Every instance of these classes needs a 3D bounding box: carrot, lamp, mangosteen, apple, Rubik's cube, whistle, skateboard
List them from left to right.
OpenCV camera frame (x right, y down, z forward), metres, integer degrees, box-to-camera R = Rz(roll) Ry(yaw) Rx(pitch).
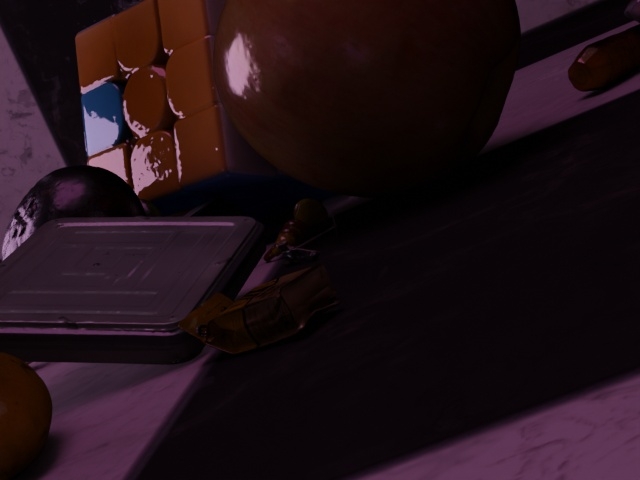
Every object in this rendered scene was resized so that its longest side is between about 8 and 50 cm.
[{"bbox_3d":[-0.311,0.016,1.668,0.216,0.216,0.216,-24,8,4],"label":"mangosteen"},{"bbox_3d":[-0.213,0.044,1.282,0.269,0.047,0.266,0,24,15],"label":"lamp"},{"bbox_3d":[-0.148,-0.187,1.830,0.291,0.291,0.290,-16,-12,41],"label":"Rubik's cube"},{"bbox_3d":[-0.038,-0.010,1.543,0.057,0.046,0.109,-3,24,28],"label":"whistle"},{"bbox_3d":[0.000,0.000,1.425,0.083,0.032,0.063,-32,22,-36],"label":"skateboard"},{"bbox_3d":[0.064,-0.237,1.541,0.391,0.346,0.391,-55,-12,-18],"label":"apple"},{"bbox_3d":[0.465,-0.285,1.782,0.314,0.066,0.066,-28,9,-31],"label":"carrot"}]

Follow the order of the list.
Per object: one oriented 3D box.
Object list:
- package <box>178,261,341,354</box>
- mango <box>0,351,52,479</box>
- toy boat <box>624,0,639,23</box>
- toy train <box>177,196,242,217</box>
[{"bbox_3d":[-0.053,0.063,1.095,0.131,0.047,0.071,-20,12,36],"label":"package"},{"bbox_3d":[-0.282,0.149,1.035,0.137,0.098,0.195,-24,12,-28],"label":"mango"},{"bbox_3d":[0.530,-0.357,1.783,0.206,0.096,0.282,-10,23,14],"label":"toy boat"},{"bbox_3d":[-0.186,0.027,1.582,0.088,0.086,0.407,-25,7,17],"label":"toy train"}]
